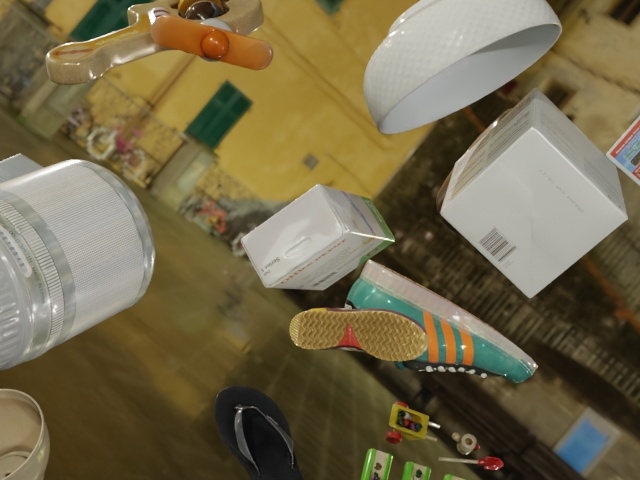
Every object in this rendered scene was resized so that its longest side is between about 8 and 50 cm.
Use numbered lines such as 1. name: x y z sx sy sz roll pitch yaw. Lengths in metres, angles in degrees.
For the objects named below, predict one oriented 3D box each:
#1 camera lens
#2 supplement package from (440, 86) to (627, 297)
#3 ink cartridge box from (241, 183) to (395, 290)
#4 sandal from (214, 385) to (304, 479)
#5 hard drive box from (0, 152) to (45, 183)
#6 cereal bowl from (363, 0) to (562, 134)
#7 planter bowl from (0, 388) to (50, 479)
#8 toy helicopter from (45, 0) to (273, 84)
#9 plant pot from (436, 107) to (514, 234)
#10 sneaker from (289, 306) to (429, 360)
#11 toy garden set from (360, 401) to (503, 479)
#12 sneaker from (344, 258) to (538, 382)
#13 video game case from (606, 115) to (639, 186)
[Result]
1. camera lens: -0.368 0.028 1.256 0.219 0.219 0.274 40 37 15
2. supplement package: 0.339 -0.083 1.558 0.199 0.198 0.262 43 24 -6
3. ink cartridge box: 0.000 0.000 1.942 0.117 0.201 0.278 60 18 15
4. sandal: -0.076 0.294 1.370 0.054 0.097 0.254 91 -26 -42
5. hard drive box: -0.599 -0.031 1.754 0.089 0.181 0.232 30 30 13
6. cereal bowl: 0.210 -0.315 1.590 0.141 0.339 0.339 62 4 8
7. planter bowl: -0.441 0.300 1.336 0.162 0.162 0.109 40 -27 38
8. toy helicopter: -0.232 -0.296 1.441 0.235 0.355 0.140 32 -42 38
9. plant pot: 0.335 -0.104 1.859 0.215 0.215 0.230 40 -40 -14
10. sneaker: 0.055 0.119 1.313 0.185 0.069 0.084 8 3 9
11. toy garden set: 0.197 0.385 1.614 0.244 0.204 0.049 18 -34 0
12. sneaker: 0.168 0.147 1.422 0.302 0.121 0.108 29 2 -9
13. video game case: 0.602 -0.149 1.569 0.025 0.204 0.285 29 19 -30
